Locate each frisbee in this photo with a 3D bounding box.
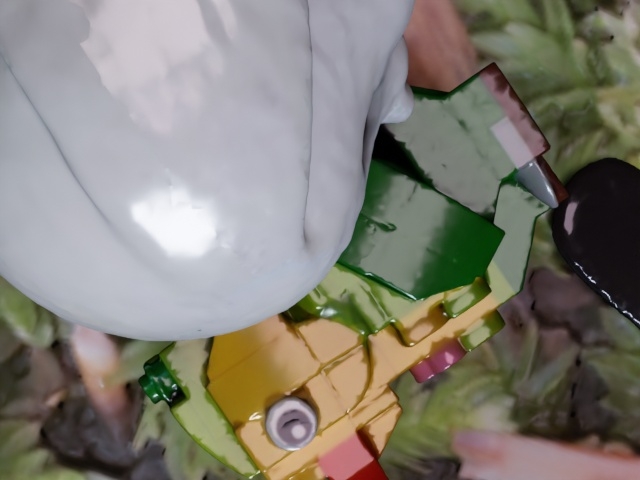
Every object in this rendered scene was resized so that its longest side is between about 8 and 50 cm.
[{"bbox_3d":[0.178,0.077,0.717,0.211,0.012,0.187,16,89,-16],"label":"frisbee"}]

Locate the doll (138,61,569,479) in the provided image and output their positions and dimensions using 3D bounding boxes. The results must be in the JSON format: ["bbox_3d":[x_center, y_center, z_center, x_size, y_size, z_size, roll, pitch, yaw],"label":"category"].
[{"bbox_3d":[0.008,0.004,0.622,0.134,0.106,0.186,27,86,-5],"label":"doll"}]

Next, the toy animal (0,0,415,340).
[{"bbox_3d":[-0.079,-0.117,0.502,0.174,0.249,0.289,-26,67,-26],"label":"toy animal"}]
